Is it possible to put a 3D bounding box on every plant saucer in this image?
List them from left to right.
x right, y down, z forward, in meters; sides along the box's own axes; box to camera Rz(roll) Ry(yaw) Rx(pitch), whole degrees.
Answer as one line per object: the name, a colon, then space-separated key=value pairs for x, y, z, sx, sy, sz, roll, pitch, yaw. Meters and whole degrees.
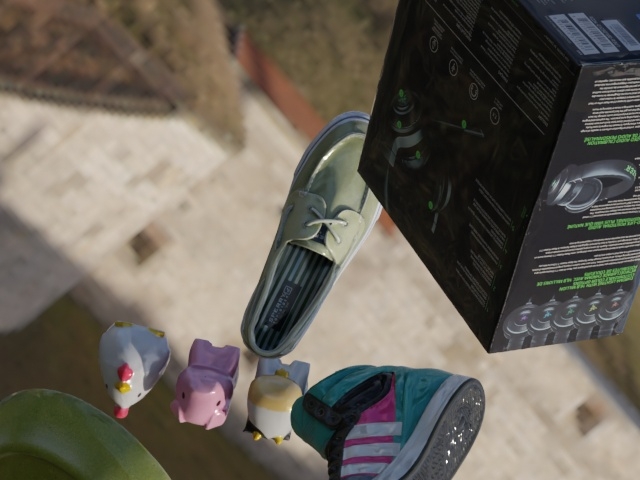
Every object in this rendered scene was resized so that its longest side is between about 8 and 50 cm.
plant saucer: x=-0.174 y=0.222 z=1.338 sx=0.241 sy=0.241 sz=0.037 roll=51 pitch=46 yaw=7

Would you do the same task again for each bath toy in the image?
bath toy: x=-0.132 y=0.199 z=2.457 sx=0.348 sy=0.129 sz=0.151 roll=13 pitch=-5 yaw=6

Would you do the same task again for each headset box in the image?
headset box: x=0.155 y=-0.086 z=1.441 sx=0.246 sy=0.131 sz=0.283 roll=56 pitch=-37 yaw=44

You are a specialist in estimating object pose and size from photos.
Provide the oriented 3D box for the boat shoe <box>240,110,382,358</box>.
boat shoe: x=0.000 y=0.000 z=2.094 sx=0.109 sy=0.302 sz=0.094 roll=22 pitch=3 yaw=-6

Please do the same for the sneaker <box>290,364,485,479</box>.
sneaker: x=0.030 y=0.239 z=2.000 sx=0.178 sy=0.295 sz=0.124 roll=15 pitch=-39 yaw=36
